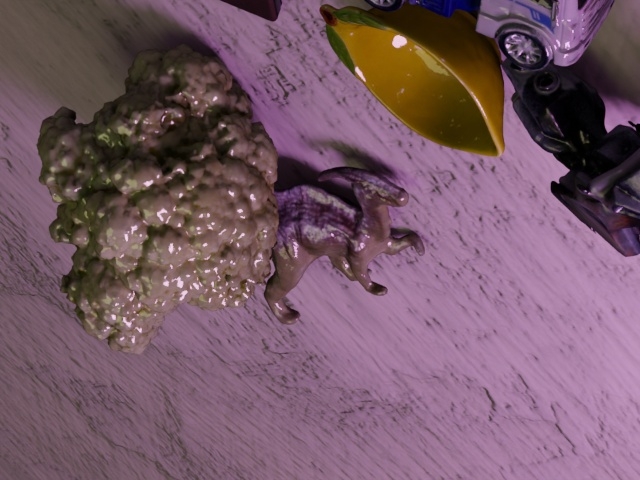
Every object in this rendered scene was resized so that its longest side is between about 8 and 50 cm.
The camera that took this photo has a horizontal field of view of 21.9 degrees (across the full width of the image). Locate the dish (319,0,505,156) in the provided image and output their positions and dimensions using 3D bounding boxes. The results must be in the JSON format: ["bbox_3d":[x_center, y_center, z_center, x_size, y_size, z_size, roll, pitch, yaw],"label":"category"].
[{"bbox_3d":[0.100,-0.165,1.481,0.208,0.080,0.149,41,160,-3],"label":"dish"}]

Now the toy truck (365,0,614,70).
[{"bbox_3d":[0.106,-0.255,1.304,0.268,0.124,0.155,25,150,15],"label":"toy truck"}]

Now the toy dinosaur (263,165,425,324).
[{"bbox_3d":[0.004,-0.005,1.821,0.294,0.077,0.162,-20,116,38],"label":"toy dinosaur"}]

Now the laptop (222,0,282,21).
[{"bbox_3d":[-0.132,-0.291,1.573,0.207,0.026,0.154,25,159,17],"label":"laptop"}]

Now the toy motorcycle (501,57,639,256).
[{"bbox_3d":[0.244,-0.072,1.395,0.270,0.106,0.159,50,176,30],"label":"toy motorcycle"}]

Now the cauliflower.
[{"bbox_3d":[-0.192,-0.046,1.756,0.281,0.327,0.260,14,175,44],"label":"cauliflower"}]
